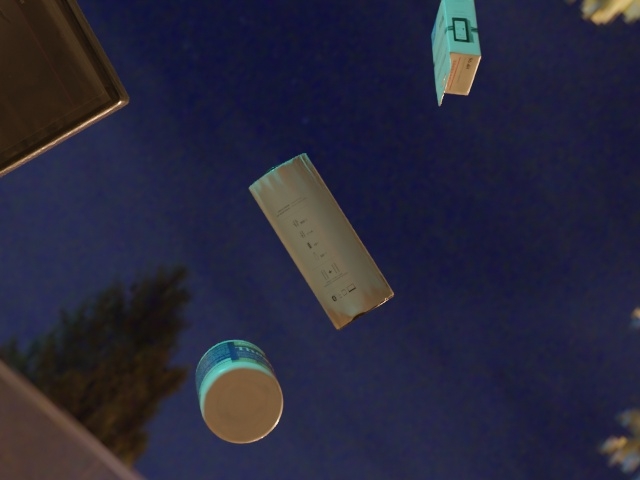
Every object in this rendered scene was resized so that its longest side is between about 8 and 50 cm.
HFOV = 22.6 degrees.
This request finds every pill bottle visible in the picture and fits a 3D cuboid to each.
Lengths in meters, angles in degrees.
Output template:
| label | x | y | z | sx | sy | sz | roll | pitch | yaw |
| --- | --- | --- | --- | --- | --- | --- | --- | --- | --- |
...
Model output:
| label | x | y | z | sx | sy | sz | roll | pitch | yaw |
| --- | --- | --- | --- | --- | --- | --- | --- | --- | --- |
| pill bottle | -0.069 | 0.120 | 1.322 | 0.067 | 0.067 | 0.120 | 48 | 1 | -12 |

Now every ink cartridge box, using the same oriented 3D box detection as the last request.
| label | x | y | z | sx | sy | sz | roll | pitch | yaw |
| --- | --- | --- | --- | --- | --- | --- | --- | --- | --- |
| ink cartridge box | 0.112 | -0.154 | 1.315 | 0.028 | 0.083 | 0.048 | 4 | -38 | -7 |

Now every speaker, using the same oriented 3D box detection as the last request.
| label | x | y | z | sx | sy | sz | roll | pitch | yaw |
| --- | --- | --- | --- | --- | --- | --- | --- | --- | --- |
| speaker | 0.000 | 0.000 | 1.265 | 0.136 | 0.055 | 0.055 | 57 | -22 | 3 |

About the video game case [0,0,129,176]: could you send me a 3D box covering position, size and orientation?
| label | x | y | z | sx | sy | sz | roll | pitch | yaw |
| --- | --- | --- | --- | --- | --- | --- | --- | --- | --- |
| video game case | -0.253 | -0.083 | 0.742 | 0.196 | 0.274 | 0.026 | 61 | 10 | -3 |
